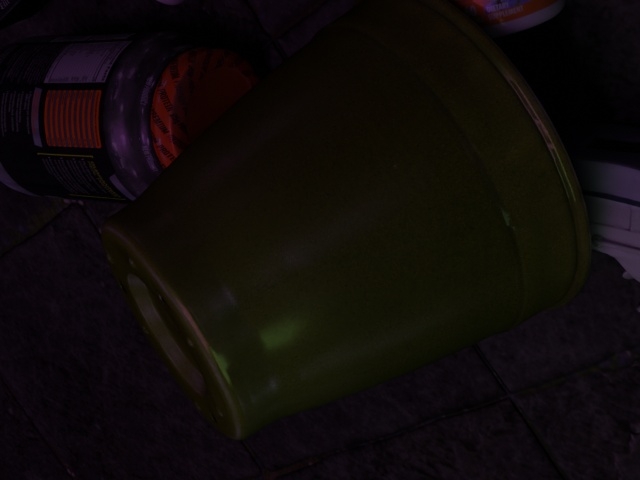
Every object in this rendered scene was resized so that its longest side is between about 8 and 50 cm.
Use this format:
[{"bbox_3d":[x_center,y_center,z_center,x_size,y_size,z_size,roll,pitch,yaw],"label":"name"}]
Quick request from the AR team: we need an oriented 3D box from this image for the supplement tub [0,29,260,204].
[{"bbox_3d":[-0.240,-0.146,1.461,0.338,0.207,0.207,6,121,38],"label":"supplement tub"}]

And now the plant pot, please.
[{"bbox_3d":[0.000,0.000,1.157,0.366,0.353,0.366,49,160,24],"label":"plant pot"}]

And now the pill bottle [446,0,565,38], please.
[{"bbox_3d":[0.140,-0.298,1.097,0.121,0.121,0.216,0,118,40],"label":"pill bottle"}]

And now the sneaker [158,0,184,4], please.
[{"bbox_3d":[-0.194,-0.377,1.358,0.121,0.079,0.216,-30,95,48],"label":"sneaker"}]

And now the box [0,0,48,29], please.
[{"bbox_3d":[-0.421,-0.413,1.512,0.184,0.103,0.261,-26,100,44],"label":"box"}]

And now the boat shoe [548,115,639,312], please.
[{"bbox_3d":[0.315,-0.010,1.134,0.367,0.136,0.156,13,125,38],"label":"boat shoe"}]
